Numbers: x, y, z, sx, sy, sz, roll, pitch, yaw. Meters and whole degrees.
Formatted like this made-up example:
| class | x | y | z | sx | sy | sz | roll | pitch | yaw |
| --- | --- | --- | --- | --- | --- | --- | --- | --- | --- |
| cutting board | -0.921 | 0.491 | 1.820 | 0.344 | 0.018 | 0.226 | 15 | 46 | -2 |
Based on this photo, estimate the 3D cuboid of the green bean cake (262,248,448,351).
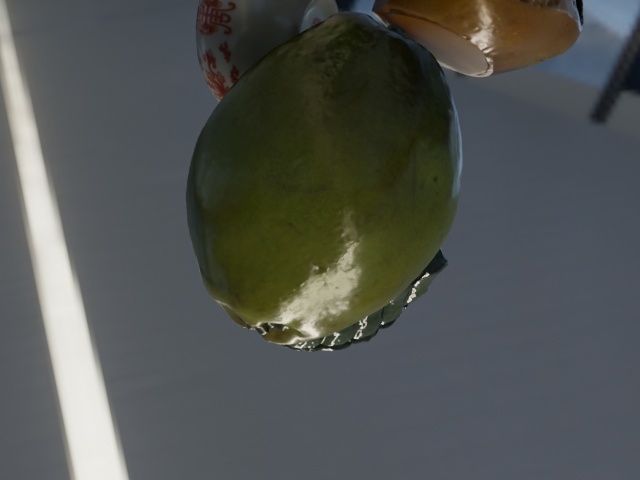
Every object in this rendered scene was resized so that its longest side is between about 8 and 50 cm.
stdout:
| class | x | y | z | sx | sy | sz | roll | pitch | yaw |
| --- | --- | --- | --- | --- | --- | --- | --- | --- | --- |
| green bean cake | 0.000 | 0.000 | 1.958 | 0.222 | 0.227 | 0.125 | -22 | 159 | -26 |

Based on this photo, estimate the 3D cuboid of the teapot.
| class | x | y | z | sx | sy | sz | roll | pitch | yaw |
| --- | --- | --- | --- | --- | --- | --- | --- | --- | --- |
| teapot | -0.049 | -0.193 | 1.534 | 0.116 | 0.245 | 0.159 | 21 | -123 | 37 |

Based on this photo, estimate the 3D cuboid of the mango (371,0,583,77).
| class | x | y | z | sx | sy | sz | roll | pitch | yaw |
| --- | --- | --- | --- | --- | --- | --- | --- | --- | --- |
| mango | 0.171 | -0.244 | 1.716 | 0.136 | 0.166 | 0.236 | 19 | 172 | 38 |

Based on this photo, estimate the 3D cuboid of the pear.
| class | x | y | z | sx | sy | sz | roll | pitch | yaw |
| --- | --- | --- | --- | --- | --- | --- | --- | --- | --- |
| pear | 0.004 | -0.048 | 1.420 | 0.212 | 0.269 | 0.212 | 25 | 178 | 1 |
